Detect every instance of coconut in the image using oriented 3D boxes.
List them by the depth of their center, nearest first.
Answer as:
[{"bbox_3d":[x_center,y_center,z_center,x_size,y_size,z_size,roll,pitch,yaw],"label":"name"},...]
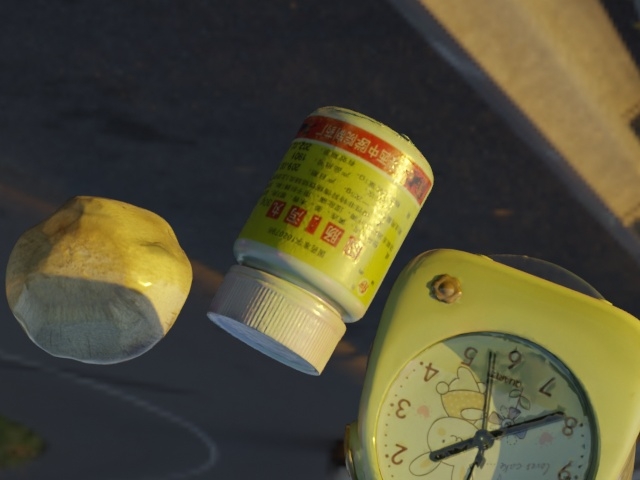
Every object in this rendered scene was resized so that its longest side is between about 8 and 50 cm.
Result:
[{"bbox_3d":[-0.255,0.048,1.744,0.224,0.224,0.224,3,169,1],"label":"coconut"}]

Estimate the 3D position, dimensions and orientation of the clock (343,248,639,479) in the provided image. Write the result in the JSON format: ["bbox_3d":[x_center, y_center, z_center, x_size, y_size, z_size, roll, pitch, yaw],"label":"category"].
[{"bbox_3d":[0.095,0.131,0.915,0.170,0.232,0.069,21,175,3],"label":"clock"}]

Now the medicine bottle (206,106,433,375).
[{"bbox_3d":[0.000,0.000,1.397,0.139,0.225,0.139,28,168,6],"label":"medicine bottle"}]

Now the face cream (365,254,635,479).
[{"bbox_3d":[0.181,0.171,1.440,0.249,0.249,0.225,0,150,14],"label":"face cream"}]
